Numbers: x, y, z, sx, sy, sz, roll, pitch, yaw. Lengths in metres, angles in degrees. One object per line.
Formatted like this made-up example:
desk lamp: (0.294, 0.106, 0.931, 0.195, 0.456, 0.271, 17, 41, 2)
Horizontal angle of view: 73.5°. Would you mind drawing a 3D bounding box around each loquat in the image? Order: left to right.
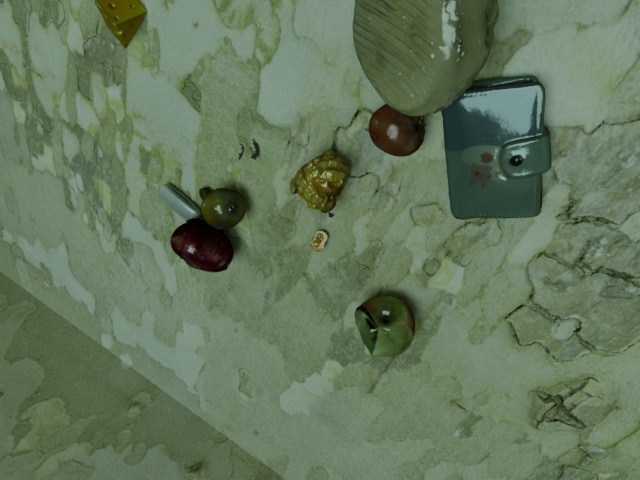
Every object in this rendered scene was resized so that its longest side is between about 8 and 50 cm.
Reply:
loquat: (-0.352, -0.111, 1.538, 0.195, 0.152, 0.152, -13, 112, 52)

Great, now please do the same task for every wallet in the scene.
wallet: (0.436, -0.215, 1.073, 0.252, 0.083, 0.360, 4, 122, 34)

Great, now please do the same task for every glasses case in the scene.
glasses case: (-0.555, -0.146, 1.693, 0.197, 0.049, 0.076, 39, 130, 3)

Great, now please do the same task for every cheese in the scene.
cheese: (-0.655, -0.706, 1.392, 0.093, 0.126, 0.171, 49, 149, -13)

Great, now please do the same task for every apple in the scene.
apple: (0.216, 0.286, 1.447, 0.207, 0.173, 0.188, 14, 144, 20)

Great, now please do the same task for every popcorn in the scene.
popcorn: (-0.003, -0.184, 1.307, 0.164, 0.140, 0.194, 22, 138, 6)

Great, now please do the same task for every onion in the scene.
onion: (-0.443, 0.018, 1.631, 0.246, 0.190, 0.246, 32, 167, 8)

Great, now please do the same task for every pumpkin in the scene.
pumpkin: (0.000, -0.001, 1.482, 0.050, 0.028, 0.083, 33, 121, 6)

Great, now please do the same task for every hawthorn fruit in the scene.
hawthorn fruit: (0.188, -0.284, 1.129, 0.189, 0.149, 0.149, -22, 106, 37)

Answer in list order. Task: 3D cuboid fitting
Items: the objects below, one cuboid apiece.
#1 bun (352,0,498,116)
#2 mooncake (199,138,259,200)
bun: (0.227, -0.464, 0.939, 0.326, 0.235, 0.361, 24, 132, 39)
mooncake: (-0.339, -0.236, 1.513, 0.347, 0.057, 0.150, -12, 109, 36)
